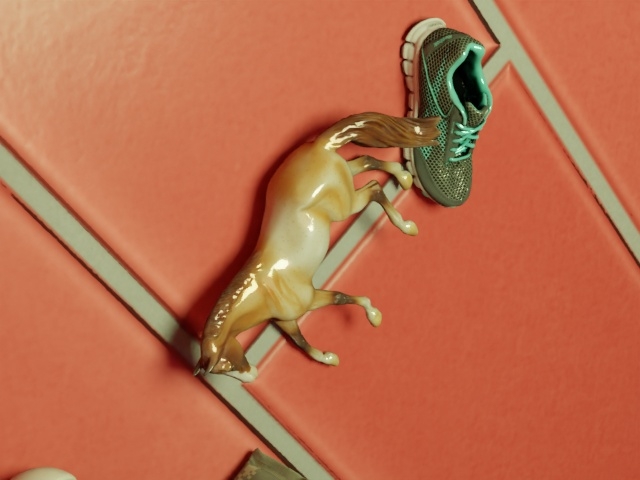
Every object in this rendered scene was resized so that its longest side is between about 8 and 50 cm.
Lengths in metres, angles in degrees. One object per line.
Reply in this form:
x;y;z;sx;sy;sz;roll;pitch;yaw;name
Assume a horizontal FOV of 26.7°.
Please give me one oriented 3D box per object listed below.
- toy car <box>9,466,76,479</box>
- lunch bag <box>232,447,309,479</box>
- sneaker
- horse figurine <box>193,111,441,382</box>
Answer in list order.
-0.192;0.272;1.002;0.182;0.159;0.136;-50;160;-15;toy car
-0.009;0.357;1.129;0.235;0.169;0.287;-50;121;-14;lunch bag
0.112;-0.103;1.144;0.065;0.076;0.166;-22;115;-29;sneaker
0.000;0.000;1.099;0.174;0.066;0.263;21;93;-43;horse figurine
